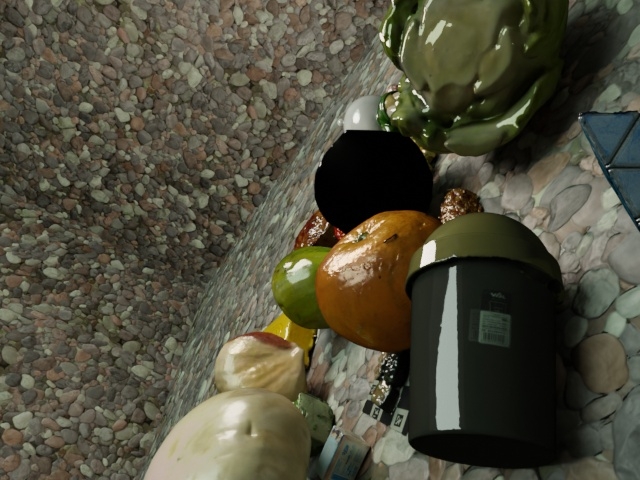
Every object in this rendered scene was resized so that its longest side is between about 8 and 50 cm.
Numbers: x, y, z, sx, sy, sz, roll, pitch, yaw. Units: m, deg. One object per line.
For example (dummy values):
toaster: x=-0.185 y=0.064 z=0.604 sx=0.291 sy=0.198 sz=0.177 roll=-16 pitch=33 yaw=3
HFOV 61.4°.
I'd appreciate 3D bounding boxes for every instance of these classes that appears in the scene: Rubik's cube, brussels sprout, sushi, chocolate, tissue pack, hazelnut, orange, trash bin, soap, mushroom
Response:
Rubik's cube: x=0.430 y=-0.058 z=0.638 sx=0.190 sy=0.211 sz=0.178 roll=-14 pitch=69 yaw=37
brussels sprout: x=0.310 y=-0.388 z=1.071 sx=0.361 sy=0.342 sz=0.426 roll=-23 pitch=-61 yaw=-53
sushi: x=0.140 y=0.241 z=1.037 sx=0.215 sy=0.050 sz=0.192 roll=-66 pitch=17 yaw=-12
chocolate: x=0.138 y=-0.135 z=1.285 sx=0.284 sy=0.283 sz=0.186 roll=-54 pitch=-5 yaw=24
tissue pack: x=0.041 y=0.412 z=1.022 sx=0.095 sy=0.074 sz=0.058 roll=-62 pitch=23 yaw=-7
hazelnut: x=-0.131 y=0.346 z=1.337 sx=0.241 sy=0.261 sz=0.261 roll=-34 pitch=19 yaw=2
orange: x=0.129 y=0.075 z=0.979 sx=0.283 sy=0.226 sz=0.284 roll=-30 pitch=11 yaw=6
trash bin: x=0.219 y=0.116 z=0.732 sx=0.214 sy=0.214 sz=0.334 roll=-40 pitch=35 yaw=52
soap: x=-0.129 y=0.337 z=1.614 sx=0.324 sy=0.096 sz=0.204 roll=-46 pitch=22 yaw=42
mushroom: x=-0.141 y=0.445 z=0.990 sx=0.353 sy=0.353 sz=0.325 roll=-163 pitch=90 yaw=-74

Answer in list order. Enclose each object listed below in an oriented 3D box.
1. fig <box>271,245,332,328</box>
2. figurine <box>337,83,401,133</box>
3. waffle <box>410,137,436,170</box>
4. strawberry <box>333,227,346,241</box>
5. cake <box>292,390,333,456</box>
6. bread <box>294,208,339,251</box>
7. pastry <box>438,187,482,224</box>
fig: x=0.007 y=0.090 z=1.371 sx=0.314 sy=0.233 sz=0.233 roll=-56 pitch=16 yaw=40
figurine: x=0.196 y=-0.391 z=1.712 sx=0.370 sy=0.167 sz=0.282 roll=-5 pitch=62 yaw=61
waffle: x=0.222 y=-0.182 z=1.473 sx=0.253 sy=0.056 sz=0.249 roll=-44 pitch=23 yaw=41
strawberry: x=0.114 y=-0.035 z=1.441 sx=0.148 sy=0.131 sz=0.131 roll=-23 pitch=37 yaw=36
cake: x=-0.066 y=0.461 z=1.211 sx=0.235 sy=0.100 sz=0.099 roll=-54 pitch=18 yaw=25
bread: x=0.004 y=-0.011 z=1.707 sx=0.247 sy=0.135 sz=0.232 roll=-50 pitch=19 yaw=35
pastry: x=0.273 y=-0.040 z=1.071 sx=0.087 sy=0.063 sz=0.169 roll=-45 pitch=22 yaw=38
